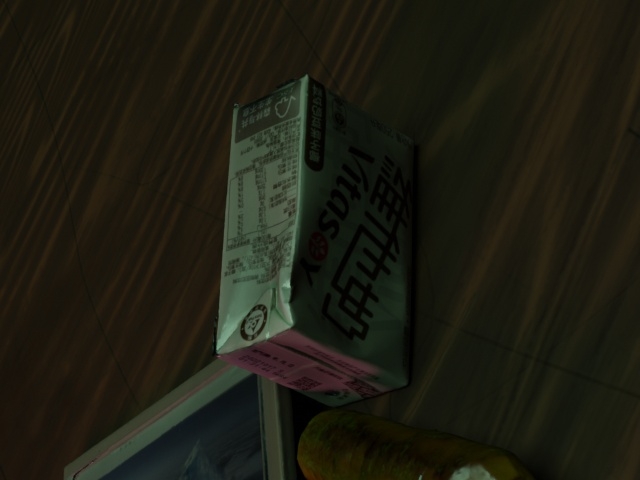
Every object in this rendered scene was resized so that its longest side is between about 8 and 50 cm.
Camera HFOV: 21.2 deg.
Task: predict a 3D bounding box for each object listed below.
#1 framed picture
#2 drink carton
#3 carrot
[{"bbox_3d":[-0.173,0.328,2.001,0.446,0.028,0.326,-37,45,38],"label":"framed picture"},{"bbox_3d":[0.000,-0.001,1.925,0.132,0.194,0.324,-22,54,40],"label":"drink carton"},{"bbox_3d":[0.103,0.246,1.742,0.302,0.114,0.114,11,77,53],"label":"carrot"}]
